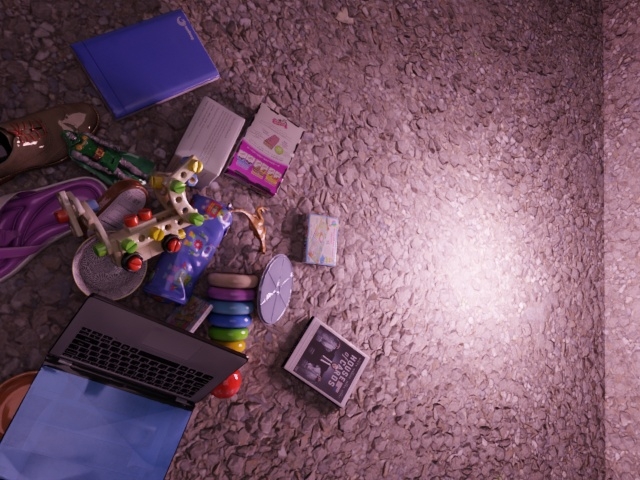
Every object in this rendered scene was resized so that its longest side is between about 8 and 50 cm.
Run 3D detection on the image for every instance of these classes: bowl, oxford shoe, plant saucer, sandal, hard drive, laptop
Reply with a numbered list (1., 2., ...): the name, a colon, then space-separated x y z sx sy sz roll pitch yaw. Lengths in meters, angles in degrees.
1. bowl: -0.522 0.056 1.115 0.170 0.080 0.170 -8 103 -38
2. oxford shoe: -0.673 -0.230 1.057 0.348 0.130 0.123 -41 101 -25
3. plant saucer: -0.655 0.398 1.042 0.199 0.037 0.200 4 81 -27
4. sandal: -0.688 -0.035 1.042 0.416 0.102 0.169 -39 101 -25
5. hard drive: -0.466 -0.483 1.242 0.318 0.040 0.210 -34 99 -26
6. laptop: -0.438 0.381 1.019 0.382 0.408 0.236 30 34 -27

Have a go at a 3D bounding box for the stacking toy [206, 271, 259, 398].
1. stacking toy: -0.244 0.253 1.223 0.141 0.141 0.331 5 88 -26

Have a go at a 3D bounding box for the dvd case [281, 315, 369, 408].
1. dvd case: 0.020 0.370 1.385 0.238 0.029 0.179 39 69 -17

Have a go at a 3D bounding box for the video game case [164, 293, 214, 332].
1. video game case: -0.360 0.216 1.168 0.166 0.119 0.015 -54 132 -21

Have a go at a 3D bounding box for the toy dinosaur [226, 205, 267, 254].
1. toy dinosaur: -0.184 -0.050 1.275 0.112 0.064 0.212 -93 164 -46

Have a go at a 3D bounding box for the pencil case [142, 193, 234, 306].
1. pencil case: -0.340 0.028 1.199 0.133 0.119 0.306 35 69 -31

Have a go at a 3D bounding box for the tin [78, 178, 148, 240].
1. tin: -0.507 -0.069 1.120 0.190 0.106 0.040 -47 62 -4

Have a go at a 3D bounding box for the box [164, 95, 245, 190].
1. box: -0.310 -0.251 1.212 0.119 0.181 0.182 28 72 -21

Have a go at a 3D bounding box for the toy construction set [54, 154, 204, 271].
1. toy construction set: -0.413 -0.061 1.043 0.327 0.151 0.215 -19 125 -27

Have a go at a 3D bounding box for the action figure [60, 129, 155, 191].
1. action figure: -0.529 -0.198 1.131 0.232 0.063 0.137 34 57 -39

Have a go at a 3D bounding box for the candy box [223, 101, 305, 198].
1. candy box: -0.164 -0.264 1.348 0.159 0.071 0.234 30 72 -20

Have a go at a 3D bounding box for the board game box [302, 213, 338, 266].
1. board game box: 0.000 0.000 1.422 0.103 0.026 0.154 9 80 -25

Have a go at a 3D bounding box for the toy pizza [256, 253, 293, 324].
1. toy pizza: -0.133 0.136 1.281 0.201 0.032 0.201 9 90 -68
